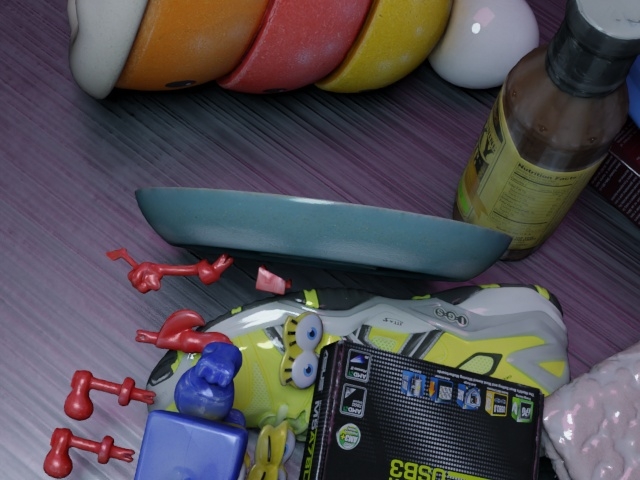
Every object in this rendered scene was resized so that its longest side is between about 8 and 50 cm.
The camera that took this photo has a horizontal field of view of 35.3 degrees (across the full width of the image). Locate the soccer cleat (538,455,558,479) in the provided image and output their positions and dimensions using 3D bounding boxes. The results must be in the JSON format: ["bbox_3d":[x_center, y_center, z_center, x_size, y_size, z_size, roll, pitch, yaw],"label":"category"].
[{"bbox_3d":[0.240,0.189,0.907,0.060,0.072,0.179,33,65,9],"label":"soccer cleat"}]

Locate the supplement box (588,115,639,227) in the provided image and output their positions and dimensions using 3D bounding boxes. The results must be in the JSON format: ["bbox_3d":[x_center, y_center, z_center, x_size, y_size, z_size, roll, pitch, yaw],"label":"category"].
[{"bbox_3d":[0.356,-0.089,1.057,0.130,0.073,0.239,-39,74,-23],"label":"supplement box"}]

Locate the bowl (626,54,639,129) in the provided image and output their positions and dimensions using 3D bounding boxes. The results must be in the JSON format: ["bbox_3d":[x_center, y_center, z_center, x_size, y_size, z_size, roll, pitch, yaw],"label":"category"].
[{"bbox_3d":[0.449,-0.118,0.994,0.391,0.077,0.391,20,38,-17],"label":"bowl"}]

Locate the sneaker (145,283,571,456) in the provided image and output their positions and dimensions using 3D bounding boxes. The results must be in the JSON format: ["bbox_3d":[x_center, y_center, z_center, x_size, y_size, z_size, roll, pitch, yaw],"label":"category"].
[{"bbox_3d":[0.044,0.129,0.872,0.385,0.145,0.147,-6,65,-9],"label":"sneaker"}]

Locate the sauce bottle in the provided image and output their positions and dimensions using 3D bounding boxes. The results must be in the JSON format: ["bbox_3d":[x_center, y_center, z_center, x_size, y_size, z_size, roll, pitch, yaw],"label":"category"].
[{"bbox_3d":[0.204,-0.101,0.892,0.111,0.344,0.111,3,62,-6],"label":"sauce bottle"}]

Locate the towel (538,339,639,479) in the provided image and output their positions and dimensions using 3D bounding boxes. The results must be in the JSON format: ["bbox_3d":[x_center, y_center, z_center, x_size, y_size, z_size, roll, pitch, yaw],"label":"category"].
[{"bbox_3d":[0.383,0.210,0.879,0.332,0.053,0.317,-25,88,-19],"label":"towel"}]

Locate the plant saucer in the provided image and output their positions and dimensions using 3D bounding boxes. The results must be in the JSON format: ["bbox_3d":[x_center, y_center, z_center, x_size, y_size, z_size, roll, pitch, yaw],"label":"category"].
[{"bbox_3d":[0.000,0.000,0.851,0.318,0.317,0.043,7,88,-4],"label":"plant saucer"}]

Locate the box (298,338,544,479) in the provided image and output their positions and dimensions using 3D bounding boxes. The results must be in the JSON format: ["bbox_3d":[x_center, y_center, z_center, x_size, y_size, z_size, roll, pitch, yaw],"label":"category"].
[{"bbox_3d":[0.077,0.187,0.777,0.191,0.045,0.184,16,69,-18],"label":"box"}]

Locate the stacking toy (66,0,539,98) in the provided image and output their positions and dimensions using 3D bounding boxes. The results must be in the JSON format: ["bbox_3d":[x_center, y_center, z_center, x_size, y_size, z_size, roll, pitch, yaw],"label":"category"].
[{"bbox_3d":[0.013,-0.256,1.001,0.480,0.350,0.350,15,62,-18],"label":"stacking toy"}]

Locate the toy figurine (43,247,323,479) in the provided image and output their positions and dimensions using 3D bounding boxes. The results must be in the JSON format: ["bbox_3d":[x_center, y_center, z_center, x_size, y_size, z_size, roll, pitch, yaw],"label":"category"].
[{"bbox_3d":[-0.123,0.186,0.706,0.191,0.217,0.362,16,91,0],"label":"toy figurine"}]
